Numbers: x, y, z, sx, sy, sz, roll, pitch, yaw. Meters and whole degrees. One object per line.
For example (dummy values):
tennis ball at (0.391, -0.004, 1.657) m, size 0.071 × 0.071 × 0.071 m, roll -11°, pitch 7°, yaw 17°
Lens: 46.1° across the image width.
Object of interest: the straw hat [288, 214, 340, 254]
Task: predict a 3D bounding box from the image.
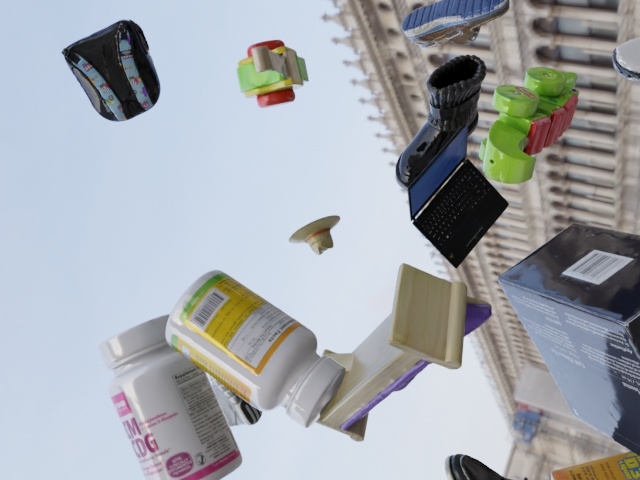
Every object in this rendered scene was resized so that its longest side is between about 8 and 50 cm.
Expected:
straw hat at (0.000, 0.000, 1.769) m, size 0.144 × 0.144 × 0.061 m, roll 5°, pitch -123°, yaw -63°

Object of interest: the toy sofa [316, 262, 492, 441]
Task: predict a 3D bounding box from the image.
toy sofa at (0.129, 0.209, 1.267) m, size 0.362 × 0.177 × 0.150 m, roll 126°, pitch 164°, yaw -50°

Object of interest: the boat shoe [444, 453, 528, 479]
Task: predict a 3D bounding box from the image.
boat shoe at (0.378, 0.503, 1.399) m, size 0.113 × 0.340 × 0.127 m, roll -41°, pitch 5°, yaw 29°

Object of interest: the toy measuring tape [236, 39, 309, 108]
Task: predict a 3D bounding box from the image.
toy measuring tape at (-0.099, -0.279, 1.250) m, size 0.330 × 0.121 × 0.122 m, roll -44°, pitch -36°, yaw -76°

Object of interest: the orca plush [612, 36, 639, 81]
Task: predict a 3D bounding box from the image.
orca plush at (0.675, -0.325, 1.363) m, size 0.102 × 0.287 × 0.151 m, roll 62°, pitch -167°, yaw -68°

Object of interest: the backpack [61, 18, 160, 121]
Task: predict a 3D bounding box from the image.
backpack at (-0.395, -0.329, 1.477) m, size 0.117 × 0.158 × 0.173 m, roll -108°, pitch -8°, yaw -71°

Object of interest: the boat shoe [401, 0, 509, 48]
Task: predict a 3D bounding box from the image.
boat shoe at (0.221, -0.348, 1.184) m, size 0.066 × 0.183 × 0.066 m, roll 39°, pitch -119°, yaw -41°

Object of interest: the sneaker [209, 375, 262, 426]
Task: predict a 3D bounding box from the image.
sneaker at (-0.234, 0.318, 1.662) m, size 0.086 × 0.132 × 0.229 m, roll -32°, pitch -84°, yaw -55°

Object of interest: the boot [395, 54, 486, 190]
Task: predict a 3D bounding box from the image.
boot at (0.319, -0.320, 2.047) m, size 0.348 × 0.131 × 0.260 m, roll -53°, pitch -19°, yaw -16°

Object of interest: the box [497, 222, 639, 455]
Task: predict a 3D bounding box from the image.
box at (0.488, 0.163, 1.161) m, size 0.179 × 0.343 × 0.313 m, roll -33°, pitch -75°, yaw -9°

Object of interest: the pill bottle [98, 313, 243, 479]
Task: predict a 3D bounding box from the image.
pill bottle at (-0.257, 0.279, 1.267) m, size 0.160 × 0.160 × 0.283 m, roll -16°, pitch -101°, yaw -59°

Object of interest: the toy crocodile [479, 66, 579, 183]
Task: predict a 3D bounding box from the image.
toy crocodile at (0.334, -0.186, 1.163) m, size 0.340 × 0.105 × 0.115 m, roll -35°, pitch -38°, yaw -47°

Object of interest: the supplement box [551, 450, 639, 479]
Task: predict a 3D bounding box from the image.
supplement box at (0.539, 0.432, 1.343) m, size 0.078 × 0.233 × 0.080 m, roll -103°, pitch -3°, yaw -53°

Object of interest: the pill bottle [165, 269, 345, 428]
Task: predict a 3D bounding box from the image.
pill bottle at (-0.091, 0.160, 1.090) m, size 0.136 × 0.245 × 0.136 m, roll -51°, pitch -18°, yaw -23°

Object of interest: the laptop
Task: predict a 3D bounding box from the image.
laptop at (0.342, -0.105, 1.829) m, size 0.264 × 0.136 × 0.234 m, roll 45°, pitch -105°, yaw -11°
